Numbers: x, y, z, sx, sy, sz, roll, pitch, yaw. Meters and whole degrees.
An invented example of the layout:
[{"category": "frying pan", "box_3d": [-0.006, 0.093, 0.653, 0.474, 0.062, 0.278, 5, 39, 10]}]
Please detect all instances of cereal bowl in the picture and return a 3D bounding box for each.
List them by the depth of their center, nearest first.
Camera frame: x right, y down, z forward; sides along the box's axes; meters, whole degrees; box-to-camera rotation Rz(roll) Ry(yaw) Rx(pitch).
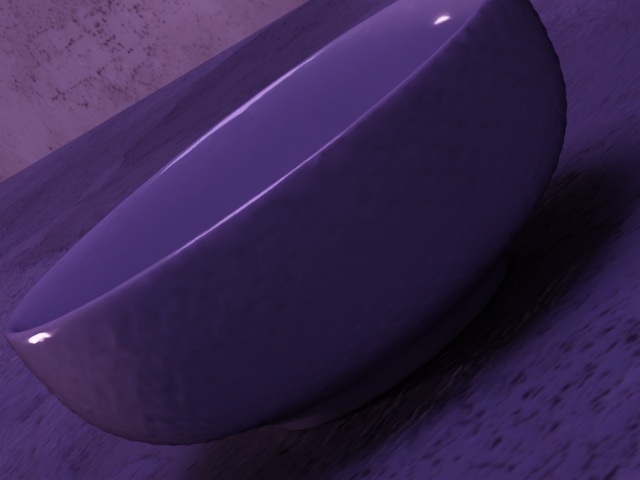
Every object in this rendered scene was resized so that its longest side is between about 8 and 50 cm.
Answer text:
[{"category": "cereal bowl", "box_3d": [0.000, 0.000, 1.067, 0.339, 0.141, 0.339, -35, 12, 9]}]
